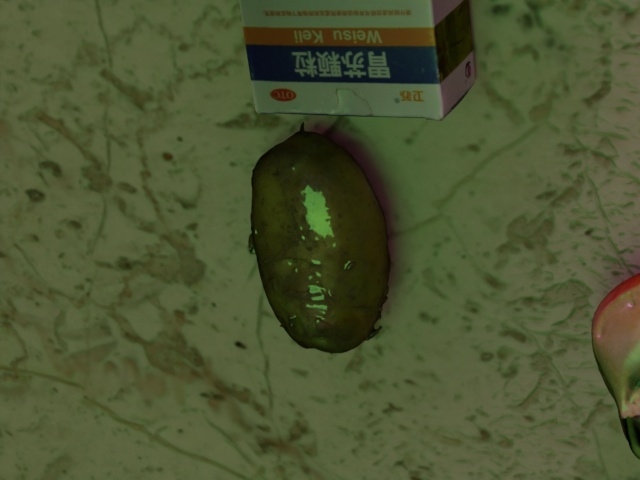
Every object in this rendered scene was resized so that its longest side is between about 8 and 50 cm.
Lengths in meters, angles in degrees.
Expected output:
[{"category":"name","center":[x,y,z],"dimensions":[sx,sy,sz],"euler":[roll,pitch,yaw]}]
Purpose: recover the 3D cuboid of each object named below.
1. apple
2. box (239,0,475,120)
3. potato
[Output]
[{"category":"apple","center":[0.364,0.115,1.577],"dimensions":[0.188,0.174,0.207],"euler":[-22,104,10]},{"category":"box","center":[0.026,-0.271,1.558],"dimensions":[0.200,0.106,0.299],"euler":[4,116,24]},{"category":"potato","center":[0.000,0.000,1.710],"dimensions":[0.149,0.113,0.251],"euler":[1,107,31]}]
